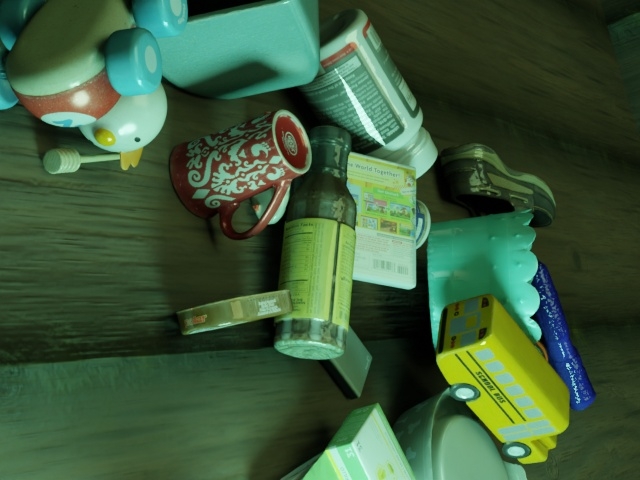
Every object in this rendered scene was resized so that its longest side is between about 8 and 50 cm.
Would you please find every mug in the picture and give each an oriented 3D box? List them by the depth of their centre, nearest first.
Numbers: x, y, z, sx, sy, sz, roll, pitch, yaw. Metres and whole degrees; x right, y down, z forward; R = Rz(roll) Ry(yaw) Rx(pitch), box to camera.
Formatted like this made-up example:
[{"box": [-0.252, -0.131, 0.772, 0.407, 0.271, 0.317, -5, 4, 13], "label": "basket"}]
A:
[{"box": [-0.096, -0.094, 1.600, 0.150, 0.169, 0.113, 58, 32, -20], "label": "mug"}]

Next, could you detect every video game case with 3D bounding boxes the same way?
[{"box": [0.052, -0.040, 1.841, 0.227, 0.026, 0.206, 11, 70, -27], "label": "video game case"}]

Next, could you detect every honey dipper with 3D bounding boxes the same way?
[{"box": [-0.281, -0.101, 1.446, 0.161, 0.030, 0.030, -11, 83, -63], "label": "honey dipper"}]

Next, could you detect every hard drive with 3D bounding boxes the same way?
[{"box": [0.029, 0.167, 1.803, 0.135, 0.022, 0.094, 55, 33, -25], "label": "hard drive"}]

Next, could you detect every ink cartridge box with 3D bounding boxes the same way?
[{"box": [0.058, 0.355, 1.616, 0.171, 0.056, 0.235, 64, 27, -10], "label": "ink cartridge box"}]

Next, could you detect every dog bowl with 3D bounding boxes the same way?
[{"box": [0.226, 0.414, 1.905, 0.349, 0.102, 0.348, 34, 46, -45], "label": "dog bowl"}]

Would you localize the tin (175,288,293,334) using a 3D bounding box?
[{"box": [-0.109, 0.093, 1.534, 0.190, 0.106, 0.040, -6, 78, -59], "label": "tin"}]

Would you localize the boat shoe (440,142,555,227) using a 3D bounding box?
[{"box": [0.364, -0.081, 2.416, 0.355, 0.132, 0.130, 24, 63, -41], "label": "boat shoe"}]

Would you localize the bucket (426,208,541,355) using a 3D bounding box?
[{"box": [0.286, 0.084, 2.031, 0.281, 0.183, 0.281, -3, 90, -81], "label": "bucket"}]

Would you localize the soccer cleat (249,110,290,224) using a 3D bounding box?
[{"box": [-0.066, -0.107, 1.764, 0.076, 0.068, 0.196, 36, 42, -49], "label": "soccer cleat"}]

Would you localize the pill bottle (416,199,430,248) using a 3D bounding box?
[{"box": [0.097, -0.039, 1.948, 0.169, 0.094, 0.094, 13, 62, -43], "label": "pill bottle"}]

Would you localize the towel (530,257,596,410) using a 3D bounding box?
[{"box": [0.477, 0.181, 2.387, 0.227, 0.076, 0.308, -123, -168, -85], "label": "towel"}]

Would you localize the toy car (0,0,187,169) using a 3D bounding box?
[{"box": [-0.254, -0.168, 1.378, 0.210, 0.219, 0.238, -76, 155, -43], "label": "toy car"}]

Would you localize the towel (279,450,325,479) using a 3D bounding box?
[{"box": [0.051, 0.462, 1.642, 0.317, 0.053, 0.331, -19, 89, -60], "label": "towel"}]

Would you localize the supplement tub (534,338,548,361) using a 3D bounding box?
[{"box": [0.376, 0.243, 2.247, 0.198, 0.106, 0.106, -33, 101, -60], "label": "supplement tub"}]

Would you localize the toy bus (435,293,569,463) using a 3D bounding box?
[{"box": [0.306, 0.233, 1.908, 0.332, 0.130, 0.108, 48, 37, -33], "label": "toy bus"}]

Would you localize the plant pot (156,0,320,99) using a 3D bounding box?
[{"box": [-0.112, -0.337, 1.656, 0.252, 0.247, 0.247, 54, 30, -57], "label": "plant pot"}]

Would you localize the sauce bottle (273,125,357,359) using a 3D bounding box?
[{"box": [0.000, 0.000, 1.716, 0.111, 0.111, 0.344, 32, 58, -47], "label": "sauce bottle"}]

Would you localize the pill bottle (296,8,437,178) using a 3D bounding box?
[{"box": [0.071, -0.230, 1.962, 0.283, 0.161, 0.161, 57, 33, -23], "label": "pill bottle"}]
